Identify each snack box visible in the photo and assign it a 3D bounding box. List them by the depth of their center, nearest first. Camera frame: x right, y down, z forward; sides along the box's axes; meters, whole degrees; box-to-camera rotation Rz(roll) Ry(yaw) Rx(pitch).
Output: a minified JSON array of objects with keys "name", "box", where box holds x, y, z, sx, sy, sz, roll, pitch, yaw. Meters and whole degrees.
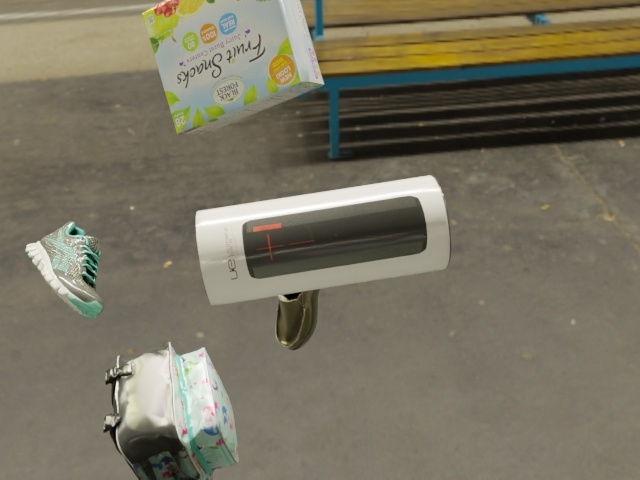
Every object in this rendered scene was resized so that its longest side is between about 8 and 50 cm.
[{"name":"snack box","box":[-0.117,-0.252,0.877,0.207,0.175,0.070,-15,2,30]}]

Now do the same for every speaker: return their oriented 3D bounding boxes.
[{"name":"speaker","box":[0.000,0.000,0.376,0.136,0.055,0.055,-8,36,-3]}]

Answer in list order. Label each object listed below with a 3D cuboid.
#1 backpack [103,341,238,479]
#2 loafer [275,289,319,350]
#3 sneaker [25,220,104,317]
[{"name":"backpack","box":[-0.240,0.317,1.123,0.191,0.254,0.225,-11,41,-9]},{"name":"loafer","box":[-0.055,0.106,1.296,0.087,0.251,0.094,-10,32,-40]},{"name":"sneaker","box":[-0.297,0.028,0.812,0.076,0.065,0.166,-43,51,-11]}]
